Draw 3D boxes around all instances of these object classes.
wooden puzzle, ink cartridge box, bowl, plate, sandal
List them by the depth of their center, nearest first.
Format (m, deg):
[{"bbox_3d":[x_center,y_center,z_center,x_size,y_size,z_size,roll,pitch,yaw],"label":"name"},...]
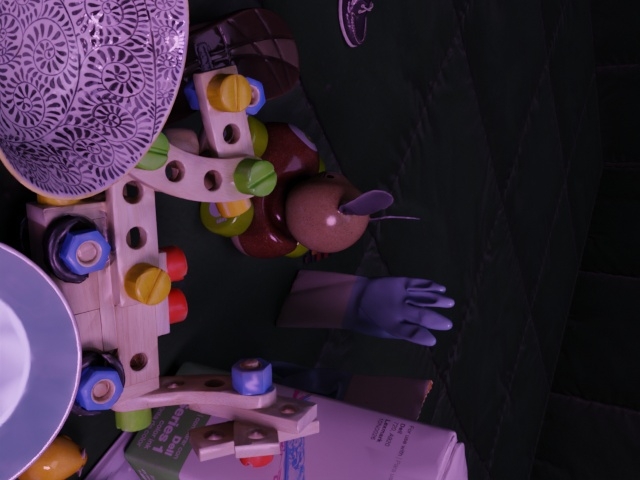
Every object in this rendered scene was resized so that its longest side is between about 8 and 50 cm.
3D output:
[{"bbox_3d":[-0.156,-0.115,0.410,0.170,0.080,0.170,-54,155,-39],"label":"bowl"},{"bbox_3d":[-0.245,0.081,0.440,0.188,0.024,0.188,-8,106,-30],"label":"plate"},{"bbox_3d":[-0.107,-0.159,0.665,0.219,0.060,0.090,-33,124,-36],"label":"sandal"},{"bbox_3d":[-0.011,0.243,0.670,0.117,0.278,0.201,-59,147,-38],"label":"ink cartridge box"},{"bbox_3d":[0.000,0.000,0.928,0.083,0.006,0.049,-18,111,-58],"label":"wooden puzzle"}]

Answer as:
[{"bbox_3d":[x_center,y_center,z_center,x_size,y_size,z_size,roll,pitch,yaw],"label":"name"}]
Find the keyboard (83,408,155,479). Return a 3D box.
[{"bbox_3d":[-0.209,0.254,0.612,0.256,0.014,0.072,-52,143,-42],"label":"keyboard"}]

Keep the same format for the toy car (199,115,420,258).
[{"bbox_3d":[0.002,-0.047,0.737,0.155,0.188,0.148,21,78,-60],"label":"toy car"}]

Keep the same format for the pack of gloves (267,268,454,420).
[{"bbox_3d":[0.037,0.130,0.790,0.046,0.232,0.195,45,59,-40],"label":"pack of gloves"}]

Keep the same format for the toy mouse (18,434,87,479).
[{"bbox_3d":[-0.209,0.227,0.558,0.161,0.031,0.143,29,66,-53],"label":"toy mouse"}]

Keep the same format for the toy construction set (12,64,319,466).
[{"bbox_3d":[-0.115,0.028,0.567,0.215,0.151,0.327,-13,94,-41],"label":"toy construction set"}]

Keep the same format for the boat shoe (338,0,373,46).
[{"bbox_3d":[0.048,-0.313,0.916,0.046,0.038,0.125,-31,122,-54],"label":"boat shoe"}]
